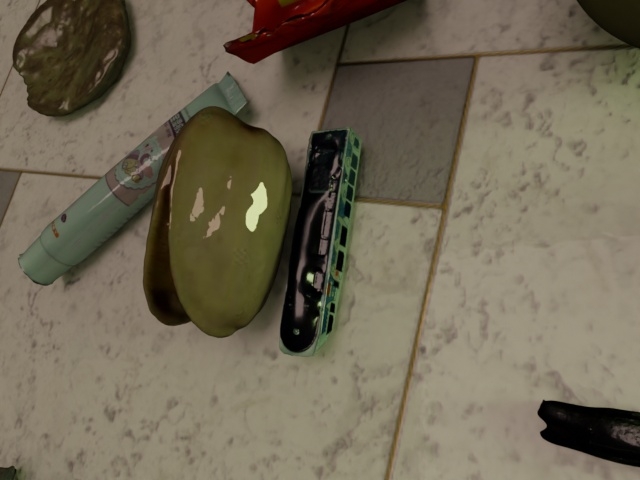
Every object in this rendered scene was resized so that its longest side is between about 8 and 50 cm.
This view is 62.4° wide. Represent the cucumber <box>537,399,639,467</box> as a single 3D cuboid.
[{"bbox_3d":[0.204,0.124,0.325,0.134,0.034,0.033,0,77,29],"label":"cucumber"}]

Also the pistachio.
[{"bbox_3d":[-0.097,-0.018,0.487,0.129,0.131,0.206,2,77,38],"label":"pistachio"}]

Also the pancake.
[{"bbox_3d":[-0.365,-0.287,0.783,0.236,0.042,0.223,32,85,30],"label":"pancake"}]

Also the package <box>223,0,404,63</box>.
[{"bbox_3d":[0.002,-0.378,0.562,0.195,0.123,0.424,-11,67,25],"label":"package"}]

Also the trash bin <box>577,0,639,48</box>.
[{"bbox_3d":[0.253,-0.281,0.326,0.214,0.214,0.334,1,80,29],"label":"trash bin"}]

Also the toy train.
[{"bbox_3d":[0.000,0.000,0.474,0.043,0.047,0.208,1,74,30],"label":"toy train"}]

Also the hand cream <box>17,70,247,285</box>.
[{"bbox_3d":[-0.216,-0.067,0.619,0.331,0.058,0.085,-38,42,6],"label":"hand cream"}]

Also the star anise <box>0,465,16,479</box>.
[{"bbox_3d":[-0.378,0.340,0.460,0.331,0.118,0.332,-9,32,6],"label":"star anise"}]
